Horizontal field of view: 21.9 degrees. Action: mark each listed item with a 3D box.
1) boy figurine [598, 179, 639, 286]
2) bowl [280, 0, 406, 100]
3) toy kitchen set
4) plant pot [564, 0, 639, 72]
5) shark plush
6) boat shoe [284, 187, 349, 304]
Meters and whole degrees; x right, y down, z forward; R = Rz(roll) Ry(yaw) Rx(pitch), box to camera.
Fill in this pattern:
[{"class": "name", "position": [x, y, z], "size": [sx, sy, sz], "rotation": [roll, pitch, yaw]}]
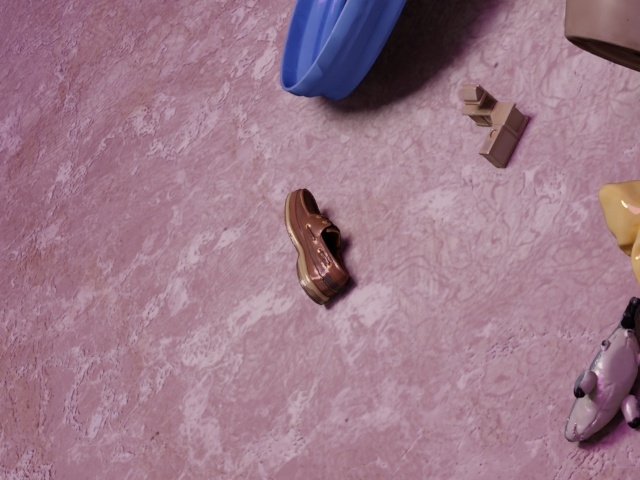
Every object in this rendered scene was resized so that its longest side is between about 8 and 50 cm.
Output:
[{"class": "boy figurine", "position": [0.374, 0.005, 1.614], "size": [0.285, 0.092, 0.177], "rotation": [18, 75, 55]}, {"class": "bowl", "position": [0.056, -0.367, 2.203], "size": [0.391, 0.077, 0.391], "rotation": [-159, 90, -77]}, {"class": "toy kitchen set", "position": [0.188, -0.138, 1.977], "size": [0.083, 0.068, 0.075], "rotation": [8, 67, 53]}, {"class": "plant pot", "position": [0.389, -0.315, 1.728], "size": [0.323, 0.323, 0.280], "rotation": [22, 93, 55]}, {"class": "shark plush", "position": [0.282, 0.123, 1.652], "size": [0.067, 0.073, 0.161], "rotation": [128, 158, -64]}, {"class": "boat shoe", "position": [0.000, 0.000, 2.085], "size": [0.060, 0.064, 0.178], "rotation": [-32, 45, 19]}]
